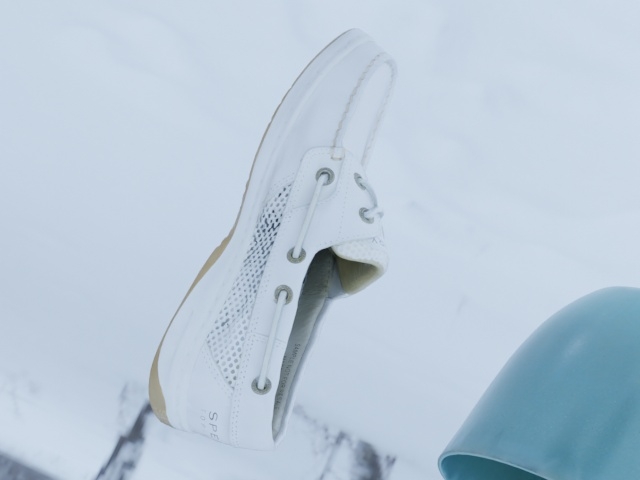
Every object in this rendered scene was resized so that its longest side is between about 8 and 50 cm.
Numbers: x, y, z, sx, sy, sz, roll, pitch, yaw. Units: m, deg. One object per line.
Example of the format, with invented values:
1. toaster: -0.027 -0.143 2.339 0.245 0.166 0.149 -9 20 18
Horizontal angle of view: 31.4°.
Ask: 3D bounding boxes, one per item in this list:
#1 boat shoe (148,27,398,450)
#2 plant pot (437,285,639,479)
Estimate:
1. boat shoe: 0.000 0.000 0.694 0.096 0.277 0.098 18 163 22
2. plant pot: 0.297 0.188 1.118 0.293 0.235 0.293 28 160 11
